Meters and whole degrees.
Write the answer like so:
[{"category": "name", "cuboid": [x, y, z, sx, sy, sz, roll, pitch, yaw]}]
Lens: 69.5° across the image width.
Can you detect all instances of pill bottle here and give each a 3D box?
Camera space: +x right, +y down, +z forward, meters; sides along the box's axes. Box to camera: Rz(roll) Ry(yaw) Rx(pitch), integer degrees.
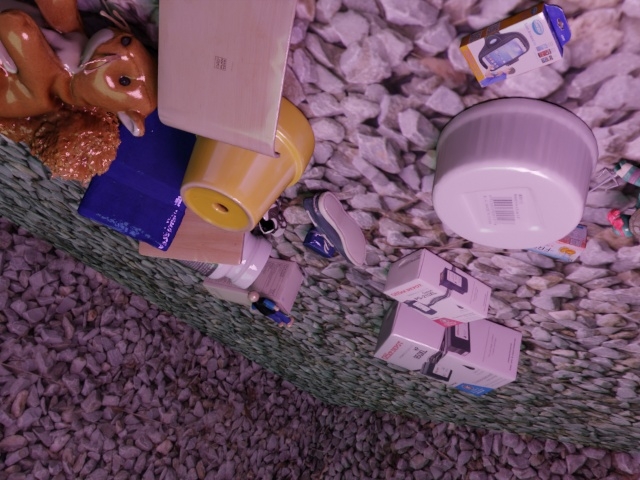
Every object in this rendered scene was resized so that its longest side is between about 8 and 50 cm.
[{"category": "pill bottle", "cuboid": [-0.342, -0.013, 1.373, 0.363, 0.210, 0.210, 33, 150, -19]}]

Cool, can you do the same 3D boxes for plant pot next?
[{"category": "plant pot", "cuboid": [-0.167, -0.156, 0.974, 0.254, 0.239, 0.254, 17, 152, 9]}]

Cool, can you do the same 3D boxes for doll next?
[{"category": "doll", "cuboid": [-0.174, 0.224, 1.509, 0.129, 0.046, 0.189, -6, 141, 39]}]

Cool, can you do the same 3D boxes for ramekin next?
[{"category": "ramekin", "cuboid": [0.334, -0.102, 0.827, 0.277, 0.135, 0.277, 17, 152, 10]}]

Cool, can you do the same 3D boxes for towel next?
[{"category": "towel", "cuboid": [-0.407, -0.154, 1.106, 0.228, 0.308, 0.076, 26, -179, -10]}]

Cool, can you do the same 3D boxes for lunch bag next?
[{"category": "lunch bag", "cuboid": [0.000, 0.000, 1.313, 0.098, 0.065, 0.067, 32, 166, -21]}]

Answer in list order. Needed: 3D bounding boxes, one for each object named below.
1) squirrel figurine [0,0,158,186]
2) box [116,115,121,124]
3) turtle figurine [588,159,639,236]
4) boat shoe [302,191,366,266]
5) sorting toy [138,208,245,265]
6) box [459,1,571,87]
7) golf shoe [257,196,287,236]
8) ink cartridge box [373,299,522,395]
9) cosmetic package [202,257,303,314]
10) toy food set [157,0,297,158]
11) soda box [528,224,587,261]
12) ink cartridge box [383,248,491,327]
[{"category": "squirrel figurine", "cuboid": [-0.504, -0.311, 0.931, 0.370, 0.281, 0.397, 11, 142, -11]}, {"category": "box", "cuboid": [-0.507, -0.286, 1.187, 0.159, 0.044, 0.233, 4, 147, 30]}, {"category": "turtle figurine", "cuboid": [0.578, -0.058, 0.765, 0.175, 0.118, 0.234, 37, 143, -26]}, {"category": "boat shoe", "cuboid": [0.039, -0.023, 1.211, 0.079, 0.095, 0.254, -4, 141, 36]}, {"category": "sorting toy", "cuboid": [-0.311, -0.078, 1.183, 0.257, 0.255, 0.089, 6, -179, 2]}, {"category": "box", "cuboid": [0.282, -0.280, 0.666, 0.136, 0.028, 0.081, -7, 140, 45]}, {"category": "golf shoe", "cuboid": [-0.146, -0.050, 1.297, 0.077, 0.094, 0.198, 14, 153, 11]}, {"category": "ink cartridge box", "cuboid": [0.402, 0.346, 1.525, 0.395, 0.166, 0.285, 20, 151, 5]}, {"category": "cosmetic package", "cuboid": [-0.236, 0.141, 1.623, 0.309, 0.160, 0.113, 10, 150, 23]}, {"category": "toy food set", "cuboid": [-0.149, -0.304, 0.772, 0.220, 0.092, 0.306, 18, 122, 8]}, {"category": "soda box", "cuboid": [0.455, -0.015, 0.974, 0.183, 0.058, 0.063, 17, 152, 11]}, {"category": "ink cartridge box", "cuboid": [0.322, 0.138, 1.289, 0.237, 0.100, 0.172, 30, 150, -14]}]
